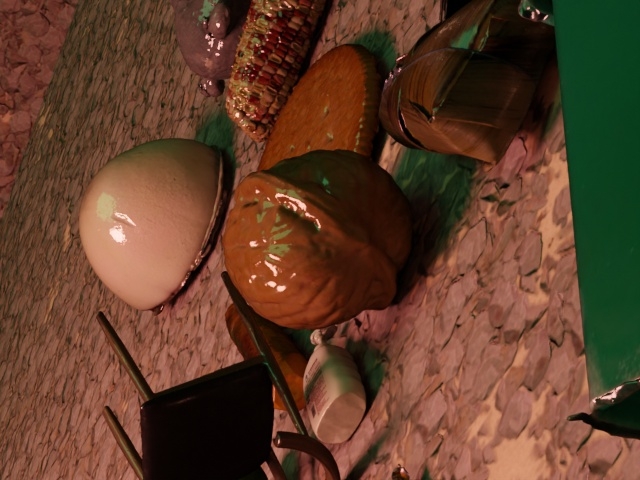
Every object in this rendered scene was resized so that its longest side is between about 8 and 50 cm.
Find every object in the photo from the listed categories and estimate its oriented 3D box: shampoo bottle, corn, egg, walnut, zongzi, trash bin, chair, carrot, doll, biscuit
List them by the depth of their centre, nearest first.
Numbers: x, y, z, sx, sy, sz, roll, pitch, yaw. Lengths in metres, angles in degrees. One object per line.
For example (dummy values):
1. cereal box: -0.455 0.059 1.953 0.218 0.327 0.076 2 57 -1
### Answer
1. trash bin: 0.269 -0.062 1.072 0.295 0.259 0.381 -37 41 55
2. zongzi: 0.154 -0.195 1.682 0.242 0.112 0.221 -63 20 -4
3. walnut: 0.000 0.000 1.775 0.213 0.213 0.213 -51 28 41
4. chair: -0.112 0.193 1.780 0.272 0.166 0.188 52 151 40
5. shampoo bottle: 0.009 0.144 1.814 0.077 0.045 0.152 -63 24 25
6. carrot: -0.065 0.125 2.003 0.066 0.066 0.314 -67 18 8
7. biscuit: -0.005 -0.095 2.074 0.305 0.038 0.305 -48 31 43
8. corn: -0.055 -0.273 2.279 0.098 0.098 0.290 23 95 69
9. doll: -0.134 -0.364 2.437 0.246 0.158 0.340 94 -179 -53
10. egg: -0.263 -0.044 2.478 0.264 0.174 0.286 -64 18 5

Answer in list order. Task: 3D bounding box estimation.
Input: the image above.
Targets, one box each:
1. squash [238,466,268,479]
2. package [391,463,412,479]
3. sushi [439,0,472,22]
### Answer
1. squash: -0.087 0.357 1.807 0.082 0.082 0.293 -51 29 40
2. package: 0.076 0.255 1.567 0.077 0.033 0.111 -52 30 18
3. sushi: 0.153 -0.288 1.795 0.231 0.047 0.220 90 -176 -60
